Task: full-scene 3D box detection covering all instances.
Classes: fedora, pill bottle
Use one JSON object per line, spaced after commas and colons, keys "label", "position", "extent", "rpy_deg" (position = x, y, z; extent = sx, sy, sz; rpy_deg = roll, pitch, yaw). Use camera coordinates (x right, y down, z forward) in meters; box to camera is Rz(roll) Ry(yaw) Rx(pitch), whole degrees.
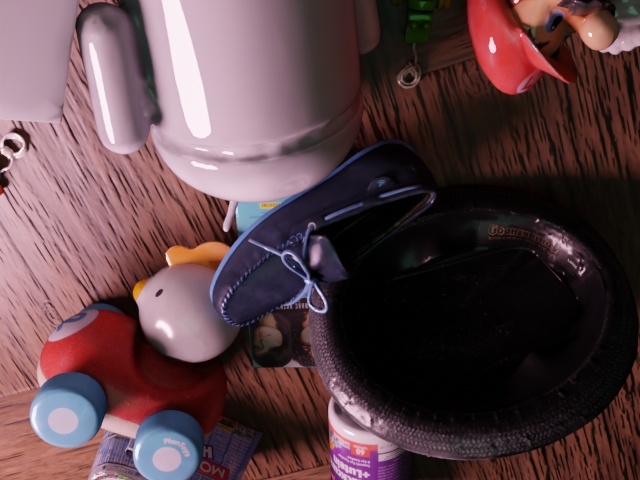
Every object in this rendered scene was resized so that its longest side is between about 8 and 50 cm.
{"label": "fedora", "position": [0.159, 0.100, 0.892], "extent": [0.334, 0.334, 0.152], "rpy_deg": [-5, 150, 5]}
{"label": "pill bottle", "position": [0.066, 0.283, 1.059], "extent": [0.108, 0.108, 0.193], "rpy_deg": [-1, 121, 2]}

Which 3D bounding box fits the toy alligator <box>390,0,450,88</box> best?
{"label": "toy alligator", "position": [0.095, -0.226, 0.785], "extent": [0.056, 0.051, 0.189], "rpy_deg": [3, 121, 0]}

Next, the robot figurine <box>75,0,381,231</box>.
{"label": "robot figurine", "position": [-0.067, -0.181, 0.724], "extent": [0.300, 0.200, 0.353], "rpy_deg": [-26, 129, -25]}

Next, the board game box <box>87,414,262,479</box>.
{"label": "board game box", "position": [-0.177, 0.285, 1.017], "extent": [0.194, 0.194, 0.060], "rpy_deg": [27, 118, -15]}

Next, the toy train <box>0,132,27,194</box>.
{"label": "toy train", "position": [-0.407, -0.104, 0.875], "extent": [0.166, 0.046, 0.125], "rpy_deg": [29, 118, -15]}

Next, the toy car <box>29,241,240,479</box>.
{"label": "toy car", "position": [-0.175, 0.093, 0.906], "extent": [0.210, 0.219, 0.238], "rpy_deg": [24, 104, -12]}

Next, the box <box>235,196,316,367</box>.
{"label": "box", "position": [-0.037, 0.033, 0.939], "extent": [0.101, 0.060, 0.244], "rpy_deg": [-2, 121, 3]}

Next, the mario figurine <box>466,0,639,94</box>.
{"label": "mario figurine", "position": [0.260, -0.252, 0.701], "extent": [0.198, 0.170, 0.320], "rpy_deg": [28, 116, -16]}

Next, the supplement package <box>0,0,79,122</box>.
{"label": "supplement package", "position": [-0.291, -0.215, 0.673], "extent": [0.134, 0.244, 0.139], "rpy_deg": [0, 125, -31]}

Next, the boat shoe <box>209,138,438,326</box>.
{"label": "boat shoe", "position": [0.000, 0.000, 0.817], "extent": [0.258, 0.089, 0.109], "rpy_deg": [-43, 139, 7]}
